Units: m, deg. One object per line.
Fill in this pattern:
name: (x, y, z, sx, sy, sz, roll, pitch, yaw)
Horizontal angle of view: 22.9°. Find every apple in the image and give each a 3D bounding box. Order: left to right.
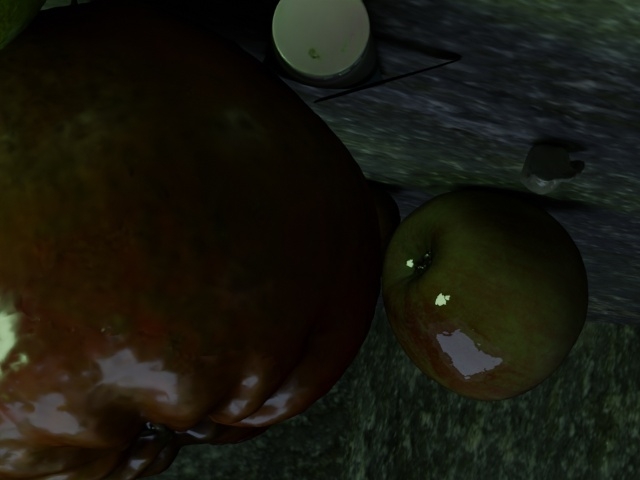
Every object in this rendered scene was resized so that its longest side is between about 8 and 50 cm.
apple: (0.191, 0.064, 1.918, 0.234, 0.256, 0.257, 19, 170, -31)

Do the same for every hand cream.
hand cream: (0.005, -0.149, 1.230, 0.111, 0.070, 0.312, 8, -178, -1)

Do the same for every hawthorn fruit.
hawthorn fruit: (-0.157, -0.013, 1.214, 0.403, 0.402, 0.403, 9, 174, 1)

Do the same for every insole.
insole: (0.054, -0.127, 1.253, 0.135, 0.002, 0.045, -18, -177, -24)

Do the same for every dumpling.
dumpling: (0.230, -0.068, 1.571, 0.057, 0.052, 0.076, 20, 165, 6)

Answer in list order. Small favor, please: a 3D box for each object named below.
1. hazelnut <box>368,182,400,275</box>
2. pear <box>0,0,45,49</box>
hazelnut: (0.005, 0.009, 2.030, 0.210, 0.186, 0.210, 14, 157, 6)
pear: (-0.302, -0.178, 1.076, 0.288, 0.139, 0.239, 10, -178, 10)
